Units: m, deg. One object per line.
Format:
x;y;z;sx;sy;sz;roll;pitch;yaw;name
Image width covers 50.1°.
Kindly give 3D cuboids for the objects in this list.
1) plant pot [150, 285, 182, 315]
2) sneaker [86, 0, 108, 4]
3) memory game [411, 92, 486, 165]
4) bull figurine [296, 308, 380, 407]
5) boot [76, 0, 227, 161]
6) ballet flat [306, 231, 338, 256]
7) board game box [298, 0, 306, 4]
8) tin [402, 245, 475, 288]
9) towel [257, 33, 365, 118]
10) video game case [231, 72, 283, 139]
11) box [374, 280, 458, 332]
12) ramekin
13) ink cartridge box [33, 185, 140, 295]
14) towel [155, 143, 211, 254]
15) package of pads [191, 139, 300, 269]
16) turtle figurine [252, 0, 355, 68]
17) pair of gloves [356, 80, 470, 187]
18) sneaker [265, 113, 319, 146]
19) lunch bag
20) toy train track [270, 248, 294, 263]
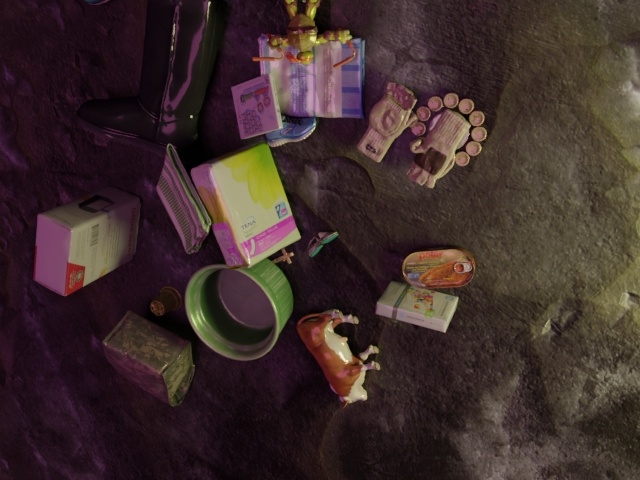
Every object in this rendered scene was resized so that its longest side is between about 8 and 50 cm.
-0.490;0.197;2.142;0.083;0.079;0.083;8;113;19;plant pot
-0.551;-0.726;1.794;0.275;0.110;0.107;-32;95;30;sneaker
0.312;-0.268;1.670;0.186;0.012;0.186;8;112;20;memory game
0.061;0.333;1.957;0.188;0.101;0.310;-34;96;25;bull figurine
-0.463;-0.475;1.830;0.367;0.146;0.445;18;120;5;boot
0.000;0.000;1.889;0.041;0.041;0.114;48;119;-1;ballet flat
-0.119;-0.665;1.630;0.260;0.030;0.136;15;116;-10;board game box
0.309;0.069;1.788;0.190;0.040;0.106;-4;112;24;tin
-0.025;-0.416;1.740;0.285;0.034;0.209;7;113;20;towel
-0.168;-0.349;1.791;0.157;0.019;0.143;-6;95;44;video game case
0.252;0.170;1.787;0.186;0.145;0.038;15;116;17;box
-0.226;0.180;1.982;0.304;0.148;0.303;9;115;21;ramekin
-0.682;-0.006;2.013;0.131;0.306;0.226;22;116;14;ink cartridge box
-0.383;-0.098;1.883;0.247;0.038;0.325;63;159;4;towel
-0.197;-0.092;1.817;0.101;0.229;0.296;-8;107;44;package of pads
-0.055;-0.515;1.641;0.270;0.087;0.217;3;113;20;turtle figurine
0.228;-0.256;1.679;0.240;0.042;0.204;30;121;13;pair of gloves
-0.080;-0.296;1.782;0.162;0.063;0.073;-13;121;25;sneaker
-0.537;0.390;2.181;0.235;0.169;0.287;25;143;13;lunch bag
-0.114;0.053;1.968;0.083;0.014;0.048;-24;99;29;toy train track
